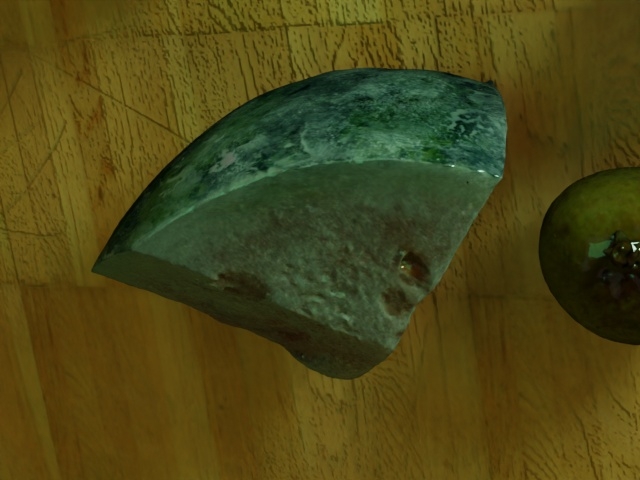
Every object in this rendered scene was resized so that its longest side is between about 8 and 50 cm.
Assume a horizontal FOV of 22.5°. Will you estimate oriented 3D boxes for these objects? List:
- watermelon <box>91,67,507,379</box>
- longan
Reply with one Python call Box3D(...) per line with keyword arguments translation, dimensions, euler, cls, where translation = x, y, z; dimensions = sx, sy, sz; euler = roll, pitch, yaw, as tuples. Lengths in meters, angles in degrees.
Box3D(translation=(0.000, 0.000, 1.383), dimensions=(0.387, 0.228, 0.258), euler=(-14, 111, 21), cls="watermelon")
Box3D(translation=(0.251, 0.013, 1.277), dimensions=(0.154, 0.176, 0.145), euler=(-10, 90, 15), cls="longan")
